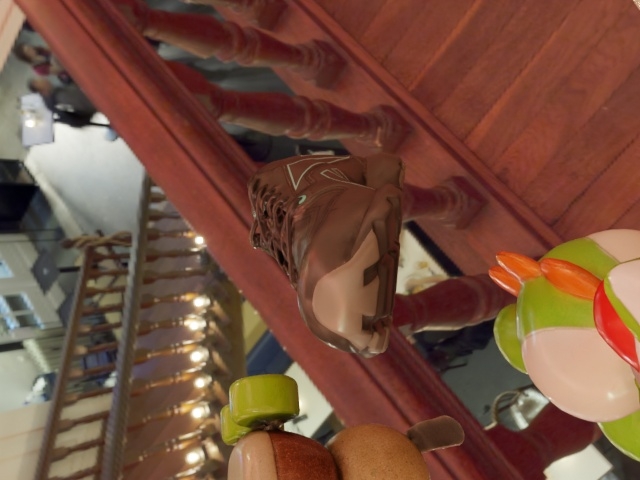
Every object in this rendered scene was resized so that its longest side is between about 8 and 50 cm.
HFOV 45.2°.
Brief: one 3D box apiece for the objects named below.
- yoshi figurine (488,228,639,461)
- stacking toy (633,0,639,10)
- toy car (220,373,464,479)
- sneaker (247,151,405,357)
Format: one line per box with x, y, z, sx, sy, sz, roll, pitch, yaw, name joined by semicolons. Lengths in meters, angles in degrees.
0.232;0.072;0.404;0.362;0.204;0.202;-176;66;-77;yoshi figurine
0.458;-0.161;0.484;0.350;0.351;0.479;-45;50;28;stacking toy
0.026;0.188;0.584;0.149;0.189;0.155;115;151;-63;toy car
0.000;0.000;0.492;0.106;0.267;0.101;6;103;4;sneaker
